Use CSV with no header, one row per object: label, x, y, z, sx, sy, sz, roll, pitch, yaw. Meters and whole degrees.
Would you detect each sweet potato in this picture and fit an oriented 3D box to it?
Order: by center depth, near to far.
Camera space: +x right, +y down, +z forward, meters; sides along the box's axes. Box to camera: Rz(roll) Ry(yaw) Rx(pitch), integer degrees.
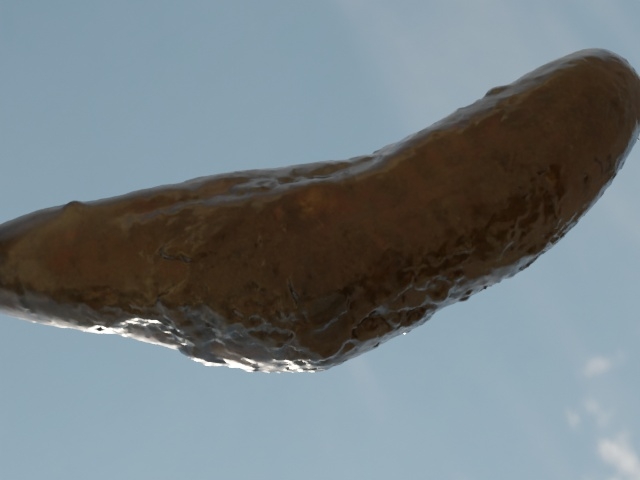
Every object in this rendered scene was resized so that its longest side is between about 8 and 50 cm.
sweet potato,0.003,0.002,0.767,0.341,0.092,0.114,-17,-119,-6
